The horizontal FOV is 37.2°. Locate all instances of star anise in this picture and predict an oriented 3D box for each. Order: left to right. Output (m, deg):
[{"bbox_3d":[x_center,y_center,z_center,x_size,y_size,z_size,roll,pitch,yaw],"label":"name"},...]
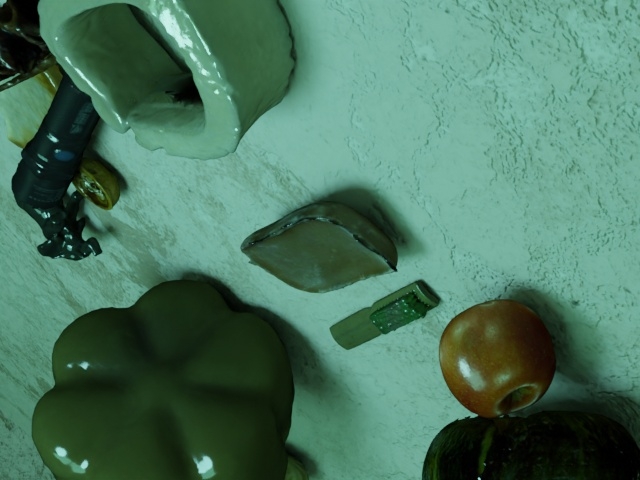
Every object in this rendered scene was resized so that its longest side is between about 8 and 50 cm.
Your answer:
[{"bbox_3d":[-0.425,-0.329,1.403,0.125,0.190,0.220,19,136,-34],"label":"star anise"}]

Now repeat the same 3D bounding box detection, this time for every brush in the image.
[{"bbox_3d":[0.090,0.131,1.519,0.054,0.048,0.282,48,147,-5],"label":"brush"}]

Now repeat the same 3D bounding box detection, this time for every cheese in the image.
[{"bbox_3d":[-0.212,-0.263,1.278,0.332,0.153,0.292,8,133,40],"label":"cheese"}]

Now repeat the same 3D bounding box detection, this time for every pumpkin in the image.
[{"bbox_3d":[0.300,0.340,1.343,0.320,0.320,0.192,-18,71,52],"label":"pumpkin"}]

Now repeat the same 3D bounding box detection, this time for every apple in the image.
[{"bbox_3d":[0.241,0.162,1.292,0.163,0.163,0.139,114,145,-55],"label":"apple"}]

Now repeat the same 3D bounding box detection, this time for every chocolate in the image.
[{"bbox_3d":[0.001,-0.001,1.425,0.161,0.083,0.261,37,151,-24],"label":"chocolate"}]

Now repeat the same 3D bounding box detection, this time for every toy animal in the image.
[{"bbox_3d":[-0.511,-0.054,1.868,0.245,0.114,0.146,58,142,15],"label":"toy animal"}]

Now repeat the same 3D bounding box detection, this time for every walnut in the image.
[{"bbox_3d":[-0.407,-0.110,1.734,0.121,0.052,0.091,41,149,9],"label":"walnut"}]

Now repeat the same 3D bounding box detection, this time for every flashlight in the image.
[{"bbox_3d":[-0.411,-0.193,1.566,0.103,0.103,0.424,43,137,-2],"label":"flashlight"}]

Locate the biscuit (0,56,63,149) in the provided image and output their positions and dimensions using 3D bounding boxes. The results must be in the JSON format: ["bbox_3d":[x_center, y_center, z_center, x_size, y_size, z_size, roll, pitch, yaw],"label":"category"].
[{"bbox_3d":[-0.504,-0.256,1.677,0.204,0.040,0.309,28,145,18],"label":"biscuit"}]

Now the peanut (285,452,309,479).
[{"bbox_3d":[-0.155,0.519,2.115,0.325,0.140,0.153,5,114,48],"label":"peanut"}]

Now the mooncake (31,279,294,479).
[{"bbox_3d":[-0.270,0.311,1.714,0.467,0.467,0.262,26,146,21],"label":"mooncake"}]
